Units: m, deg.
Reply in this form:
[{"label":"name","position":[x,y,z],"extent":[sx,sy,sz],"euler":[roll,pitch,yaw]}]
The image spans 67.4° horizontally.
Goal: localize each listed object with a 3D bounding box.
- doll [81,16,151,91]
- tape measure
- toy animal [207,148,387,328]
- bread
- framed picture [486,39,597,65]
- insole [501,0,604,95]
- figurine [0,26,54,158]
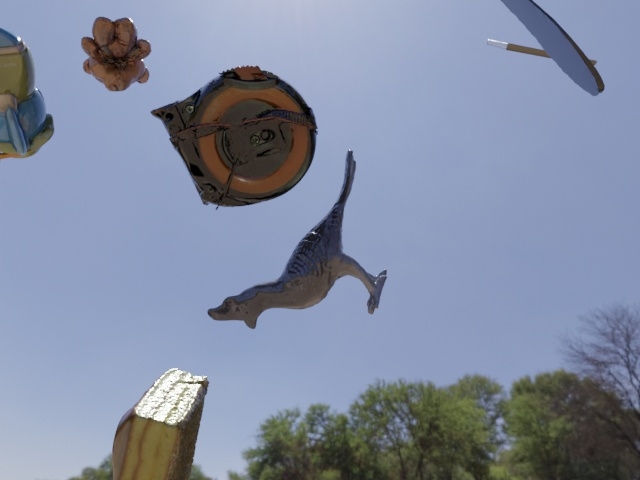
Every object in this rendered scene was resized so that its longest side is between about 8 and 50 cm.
[{"label":"doll","position":[-0.611,-0.541,1.437],"extent":[0.201,0.156,0.303],"euler":[-3,-6,-21]},{"label":"tape measure","position":[-0.114,-0.156,0.735],"extent":[0.223,0.135,0.202],"euler":[-24,-69,-3]},{"label":"toy animal","position":[0.018,0.032,0.758],"extent":[0.206,0.367,0.081],"euler":[36,-18,12]},{"label":"bread","position":[-0.288,0.369,0.852],"extent":[0.111,0.184,0.234],"euler":[14,-78,1]},{"label":"framed picture","position":[0.564,-0.494,1.255],"extent":[0.213,0.289,0.016],"euler":[13,-64,4]},{"label":"insole","position":[0.324,-0.337,0.730],"extent":[0.012,0.309,0.110],"euler":[-36,-25,17]},{"label":"figurine","position":[-0.585,-0.275,0.875],"extent":[0.180,0.154,0.261],"euler":[16,-56,23]}]
